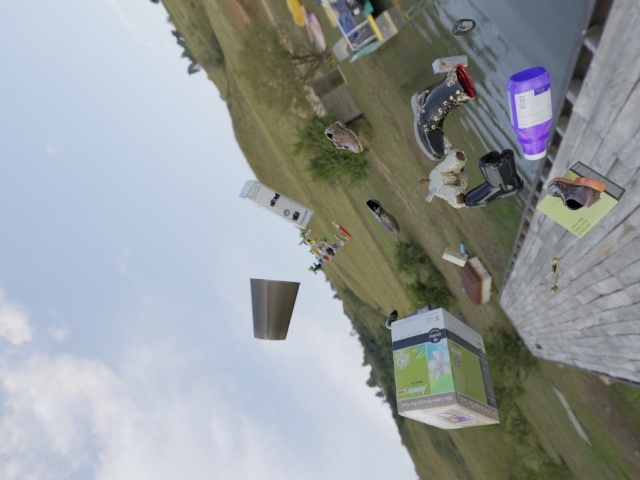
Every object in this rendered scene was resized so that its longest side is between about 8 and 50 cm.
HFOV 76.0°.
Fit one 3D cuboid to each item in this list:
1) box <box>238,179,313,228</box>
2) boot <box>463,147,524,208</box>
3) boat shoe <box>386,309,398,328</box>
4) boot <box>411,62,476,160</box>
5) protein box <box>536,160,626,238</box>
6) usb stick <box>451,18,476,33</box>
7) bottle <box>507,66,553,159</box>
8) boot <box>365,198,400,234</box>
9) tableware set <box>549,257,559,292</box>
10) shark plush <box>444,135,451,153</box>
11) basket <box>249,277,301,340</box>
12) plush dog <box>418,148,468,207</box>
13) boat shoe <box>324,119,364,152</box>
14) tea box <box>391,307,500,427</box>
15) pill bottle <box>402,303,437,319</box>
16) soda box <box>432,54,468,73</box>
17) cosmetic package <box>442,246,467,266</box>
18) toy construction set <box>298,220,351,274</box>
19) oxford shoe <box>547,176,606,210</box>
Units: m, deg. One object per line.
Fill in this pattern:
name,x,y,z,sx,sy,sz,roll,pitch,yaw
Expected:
box,-0.193,-0.157,1.759,0.290,0.087,0.169,26,178,-22
boot,0.658,-0.246,1.620,0.207,0.246,0.094,46,-140,-35
boat shoe,0.396,0.433,2.259,0.152,0.056,0.049,-52,-29,-63
boot,0.570,-0.587,1.879,0.138,0.284,0.377,8,-112,-31
protein box,1.010,-0.160,1.594,0.136,0.200,0.201,-28,-118,-38
usb stick,0.562,-0.840,1.617,0.278,0.077,0.045,-58,-34,-63
bottle,0.664,-0.390,1.288,0.092,0.118,0.283,-85,-27,-50
boot,0.296,-0.117,1.985,0.219,0.082,0.106,51,-163,21
tableware set,1.015,0.152,1.781,0.104,0.024,0.154,27,-111,-67
shark plush,0.651,-0.521,2.200,0.161,0.067,0.073,41,-128,-46
basket,-0.189,0.267,1.598,0.154,0.204,0.227,121,155,-83
plush dog,0.594,-0.260,1.871,0.225,0.210,0.262,6,-99,-44
boat shoe,0.116,-0.500,2.050,0.111,0.104,0.307,63,176,-37
tea box,0.436,0.464,1.449,0.329,0.220,0.324,34,-137,-37
pill bottle,0.471,0.407,1.980,0.123,0.219,0.123,47,-159,-25
soda box,0.702,-0.954,2.215,0.063,0.183,0.058,164,92,-75
cosmetic package,0.710,0.084,2.159,0.060,0.115,0.041,-55,-17,-42
toy construction set,0.000,0.000,2.474,0.237,0.309,0.257,43,-167,-1
oxford shoe,0.867,-0.161,1.435,0.097,0.098,0.271,24,-174,1
